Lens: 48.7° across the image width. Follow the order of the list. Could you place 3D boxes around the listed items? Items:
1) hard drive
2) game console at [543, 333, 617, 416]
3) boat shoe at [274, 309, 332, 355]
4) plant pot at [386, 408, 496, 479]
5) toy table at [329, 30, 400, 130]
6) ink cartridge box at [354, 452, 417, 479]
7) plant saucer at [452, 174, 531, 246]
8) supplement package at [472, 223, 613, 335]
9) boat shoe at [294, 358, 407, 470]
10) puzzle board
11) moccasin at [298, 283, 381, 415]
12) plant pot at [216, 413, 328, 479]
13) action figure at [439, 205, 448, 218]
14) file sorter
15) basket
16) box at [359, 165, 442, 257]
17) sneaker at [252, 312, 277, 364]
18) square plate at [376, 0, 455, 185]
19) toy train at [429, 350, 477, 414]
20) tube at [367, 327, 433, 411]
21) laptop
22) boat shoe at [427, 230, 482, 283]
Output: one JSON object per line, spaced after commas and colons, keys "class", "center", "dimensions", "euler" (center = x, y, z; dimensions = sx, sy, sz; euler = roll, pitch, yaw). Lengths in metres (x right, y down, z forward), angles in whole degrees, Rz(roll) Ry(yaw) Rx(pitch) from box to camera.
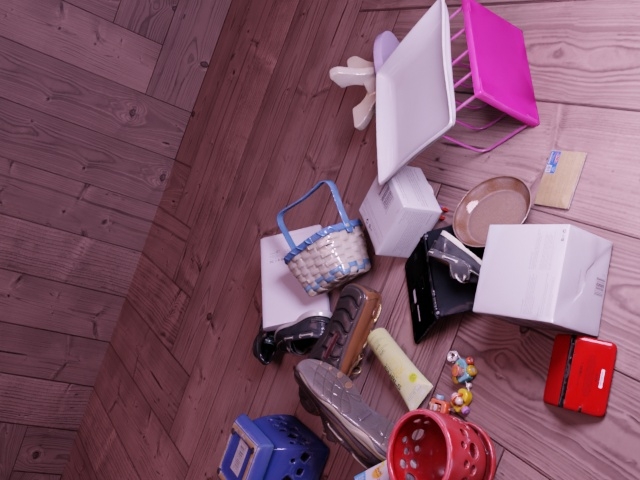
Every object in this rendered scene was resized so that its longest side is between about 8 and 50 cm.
{"class": "hard drive", "center": [-0.082, 0.115, 2.213], "dimensions": [0.210, 0.040, 0.319], "euler": [-13, 57, 14]}
{"class": "game console", "center": [0.507, 0.262, 1.386], "dimensions": [0.124, 0.085, 0.144], "euler": [10, 82, 26]}
{"class": "boat shoe", "center": [-0.060, 0.293, 2.094], "dimensions": [0.302, 0.114, 0.091], "euler": [132, 146, -55]}
{"class": "plant pot", "center": [0.265, 0.464, 1.498], "dimensions": [0.191, 0.174, 0.191], "euler": [-32, 49, 46]}
{"class": "toy table", "center": [0.161, -0.463, 2.076], "dimensions": [0.161, 0.252, 0.274], "euler": [-20, 48, 31]}
{"class": "ink cartridge box", "center": [0.167, 0.561, 1.626], "dimensions": [0.181, 0.061, 0.104], "euler": [-34, 23, 17]}
{"class": "plant saucer", "center": [0.403, -0.062, 1.640], "dimensions": [0.198, 0.036, 0.199], "euler": [-27, 42, 28]}
{"class": "supplement package", "center": [0.449, 0.078, 1.435], "dimensions": [0.203, 0.149, 0.194], "euler": [2, 76, 56]}
{"class": "boat shoe", "center": [0.051, 0.448, 1.769], "dimensions": [0.355, 0.132, 0.130], "euler": [43, 120, 26]}
{"class": "puzzle board", "center": [0.527, -0.135, 1.553], "dimensions": [0.096, 0.011, 0.128], "euler": [19, 90, 59]}
{"class": "moccasin", "center": [0.058, 0.302, 1.936], "dimensions": [0.139, 0.147, 0.380], "euler": [18, 86, 43]}
{"class": "plant pot", "center": [-0.150, 0.631, 2.000], "dimensions": [0.236, 0.212, 0.236], "euler": [25, 96, 58]}
{"class": "action figure", "center": [0.291, -0.088, 1.867], "dimensions": [0.115, 0.030, 0.038], "euler": [34, 108, 58]}
{"class": "file sorter", "center": [0.378, -0.392, 1.725], "dimensions": [0.182, 0.202, 0.291], "euler": [-33, 49, 46]}
{"class": "basket", "center": [0.000, 0.000, 2.065], "dimensions": [0.255, 0.201, 0.289], "euler": [-32, 81, 44]}
{"class": "box", "center": [0.207, -0.078, 1.868], "dimensions": [0.181, 0.119, 0.182], "euler": [-107, 32, -43]}
{"class": "sneaker", "center": [-0.146, 0.274, 2.262], "dimensions": [0.106, 0.101, 0.267], "euler": [-125, 48, -74]}
{"class": "square plate", "center": [0.232, -0.350, 1.726], "dimensions": [0.344, 0.049, 0.347], "euler": [139, 136, -60]}
{"class": "toy train", "center": [0.297, 0.338, 1.631], "dimensions": [0.125, 0.046, 0.166], "euler": [9, 82, 57]}
{"class": "tube", "center": [0.197, 0.317, 1.782], "dimensions": [0.240, 0.062, 0.070], "euler": [-126, 20, -46]}
{"class": "laptop", "center": [0.319, 0.101, 1.745], "dimensions": [0.264, 0.136, 0.234], "euler": [111, 159, -57]}
{"class": "boat shoe", "center": [0.337, 0.068, 1.617], "dimensions": [0.079, 0.084, 0.233], "euler": [-47, 46, 1]}
